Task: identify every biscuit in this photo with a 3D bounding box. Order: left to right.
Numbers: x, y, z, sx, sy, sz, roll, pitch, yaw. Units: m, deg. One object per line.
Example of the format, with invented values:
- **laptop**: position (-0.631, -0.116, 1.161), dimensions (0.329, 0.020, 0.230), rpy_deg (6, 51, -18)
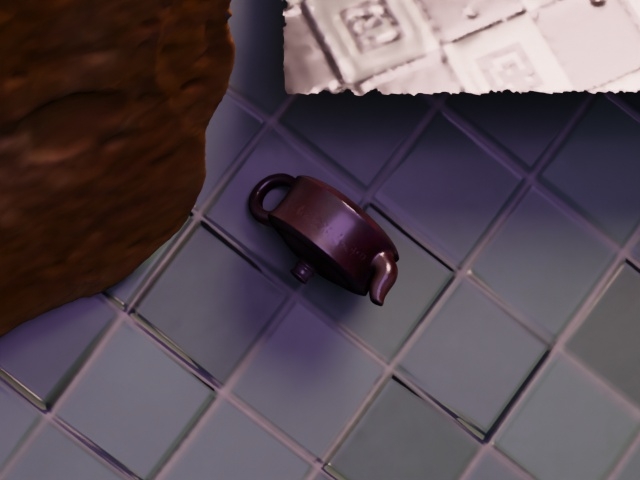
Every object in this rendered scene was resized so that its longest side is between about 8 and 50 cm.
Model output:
- **biscuit**: position (-0.200, -0.029, 0.790), dimensions (0.365, 0.385, 0.062), rpy_deg (-30, 68, -14)

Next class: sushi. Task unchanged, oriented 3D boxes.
- **sushi**: position (0.120, -0.178, 1.009), dimensions (0.290, 0.050, 0.264), rpy_deg (1, 67, -7)

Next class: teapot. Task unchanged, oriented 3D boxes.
- **teapot**: position (0.000, 0.000, 0.972), dimensions (0.100, 0.068, 0.045), rpy_deg (34, 79, 32)
